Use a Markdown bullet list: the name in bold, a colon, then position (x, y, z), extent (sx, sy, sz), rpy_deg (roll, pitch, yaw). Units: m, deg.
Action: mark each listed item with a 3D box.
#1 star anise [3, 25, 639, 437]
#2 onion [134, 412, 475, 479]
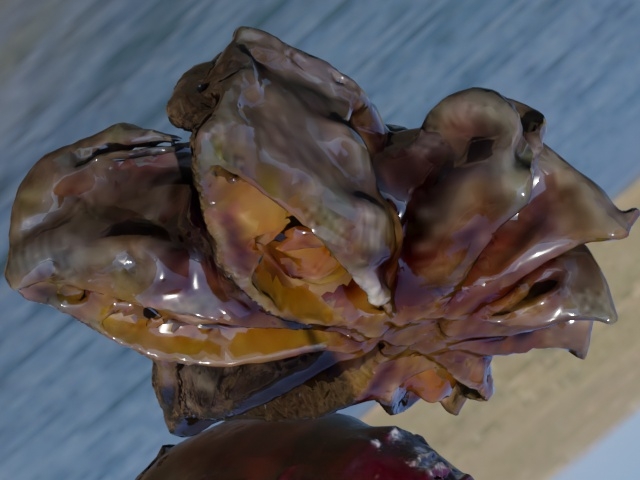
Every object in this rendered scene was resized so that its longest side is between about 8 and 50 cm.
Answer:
- **star anise**: position (-0.001, 0.003, 0.642), extent (0.214, 0.099, 0.220), rpy_deg (11, 153, -20)
- **onion**: position (0.009, 0.192, 0.954), extent (0.252, 0.252, 0.219), rpy_deg (-45, 174, 39)
